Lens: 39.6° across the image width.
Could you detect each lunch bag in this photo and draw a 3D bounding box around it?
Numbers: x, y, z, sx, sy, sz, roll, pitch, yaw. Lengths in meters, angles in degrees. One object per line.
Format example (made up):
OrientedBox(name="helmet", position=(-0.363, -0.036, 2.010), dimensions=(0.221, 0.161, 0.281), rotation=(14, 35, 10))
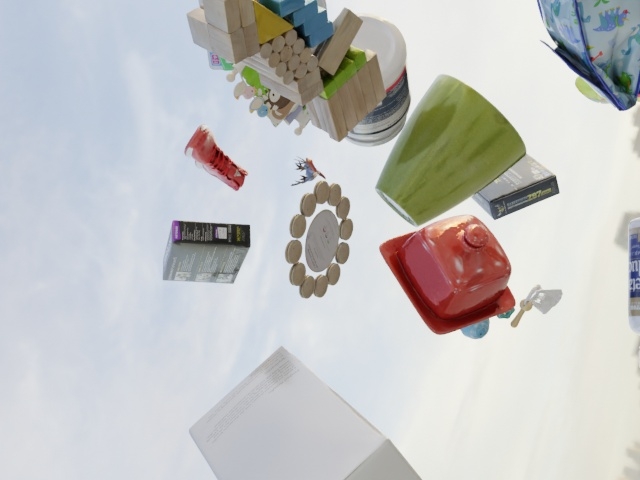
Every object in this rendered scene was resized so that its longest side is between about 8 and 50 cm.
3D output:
OrientedBox(name="lunch bag", position=(0.304, -0.231, 0.991), dimensions=(0.129, 0.096, 0.151), rotation=(-104, -9, -58))

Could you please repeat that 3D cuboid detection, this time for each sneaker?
OrientedBox(name="sneaker", position=(-0.218, -0.180, 1.961), dimensions=(0.087, 0.128, 0.221), rotation=(-59, -6, -3))
OrientedBox(name="sneaker", position=(0.604, -0.320, 1.789), dimensions=(0.094, 0.208, 0.081), rotation=(9, -86, -48))

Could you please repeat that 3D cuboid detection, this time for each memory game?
OrientedBox(name="memory game", position=(0.000, 0.000, 1.359), dimensions=(0.186, 0.012, 0.186), rotation=(-27, -58, -54))

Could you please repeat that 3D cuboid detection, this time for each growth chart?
OrientedBox(name="growth chart", position=(-0.063, -0.285, 1.576), dimensions=(0.172, 0.021, 0.237), rotation=(-59, -38, -4))

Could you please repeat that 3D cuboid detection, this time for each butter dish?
OrientedBox(name="butter dish", position=(0.189, 0.023, 1.198), dimensions=(0.160, 0.160, 0.118), rotation=(-15, -29, -31))

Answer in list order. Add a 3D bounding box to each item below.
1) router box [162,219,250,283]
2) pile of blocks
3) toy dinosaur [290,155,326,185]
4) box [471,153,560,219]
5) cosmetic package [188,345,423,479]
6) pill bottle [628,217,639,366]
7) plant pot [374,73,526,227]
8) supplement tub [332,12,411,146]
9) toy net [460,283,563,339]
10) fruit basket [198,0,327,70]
OrientedBox(name="router box", position=(-0.202, 0.023, 1.557), dimensions=(0.179, 0.133, 0.046), rotation=(122, 148, -62))
OrientedBox(name="pile of blocks", position=(-0.043, -0.262, 1.163), dimensions=(0.149, 0.113, 0.362), rotation=(-59, -34, 2))
OrientedBox(name="toy dinosaur", position=(-0.015, -0.119, 1.469), dimensions=(0.090, 0.082, 0.047), rotation=(-12, -86, -28))
OrientedBox(name="box", position=(0.475, -0.151, 2.276), dimensions=(0.232, 0.183, 0.059), rotation=(-119, 7, -62))
OrientedBox(name="cosmetic package", position=(-0.020, 0.299, 1.162), dimensions=(0.197, 0.365, 0.155), rotation=(-41, -66, -8))
OrientedBox(name="pill bottle", position=(0.396, 0.060, 1.001), dimensions=(0.094, 0.094, 0.169), rotation=(18, -107, -66))
OrientedBox(name="plant pot", position=(0.272, -0.182, 2.048), dimensions=(0.293, 0.275, 0.275), rotation=(-47, -27, -1))
OrientedBox(name="supplement tub", position=(0.095, -0.334, 1.889), dimensions=(0.272, 0.191, 0.191), rotation=(69, -138, -68))
OrientedBox(name="toy net", position=(0.408, 0.137, 1.924), dimensions=(0.045, 0.232, 0.122), rotation=(-115, 1, -54))
OrientedBox(name="fruit basket", position=(-0.141, -0.546, 1.936), dimensions=(0.165, 0.327, 0.353), rotation=(-47, -45, -52))
